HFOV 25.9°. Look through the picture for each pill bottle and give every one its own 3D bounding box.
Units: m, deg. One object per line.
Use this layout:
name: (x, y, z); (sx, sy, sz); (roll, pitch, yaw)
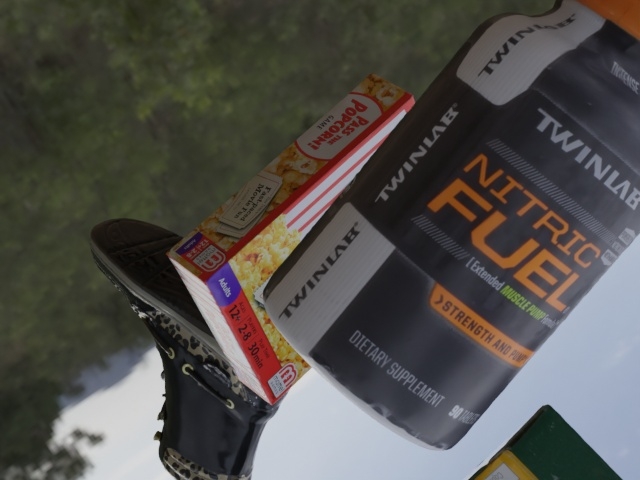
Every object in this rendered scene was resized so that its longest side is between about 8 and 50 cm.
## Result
pill bottle: (0.093, -0.024, 0.705); (0.246, 0.130, 0.130); (-51, 180, 7)

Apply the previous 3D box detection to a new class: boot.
boot: (-0.127, 0.105, 1.210); (0.085, 0.236, 0.179); (-24, 142, -46)

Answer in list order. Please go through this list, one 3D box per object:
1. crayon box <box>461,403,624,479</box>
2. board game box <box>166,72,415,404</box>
crayon box: (0.203, 0.303, 1.003); (0.083, 0.323, 0.203); (-32, 165, -51)
board game box: (0.000, 0.000, 0.965); (0.193, 0.045, 0.147); (-43, 140, -17)
